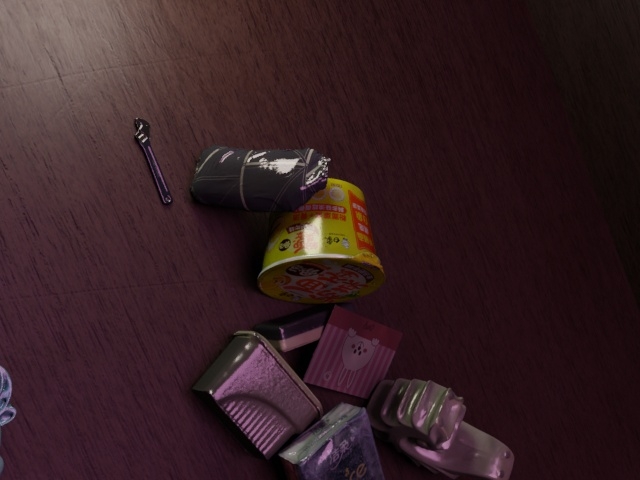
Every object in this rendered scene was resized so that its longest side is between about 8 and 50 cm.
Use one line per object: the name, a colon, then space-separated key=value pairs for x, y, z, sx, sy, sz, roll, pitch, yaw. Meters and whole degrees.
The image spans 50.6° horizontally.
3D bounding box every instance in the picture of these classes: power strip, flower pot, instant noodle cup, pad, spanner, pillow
power strip: x=-0.027 y=0.208 z=1.656 sx=0.257 sy=0.105 sz=0.070 roll=-15 pitch=97 yaw=-40
flower pot: x=0.307 y=0.507 z=1.760 sx=0.367 sy=0.254 sz=0.164 roll=45 pitch=56 yaw=-24
instant noodle cup: x=0.000 y=0.000 z=1.623 sx=0.311 sy=0.311 sz=0.221 roll=16 pitch=61 yaw=-35
pad: x=0.090 y=0.291 z=1.711 sx=0.300 sy=0.005 sz=0.202 roll=28 pitch=83 yaw=-45
spanner: x=-0.378 y=-0.179 z=1.533 sx=0.046 sy=0.012 sz=0.208 roll=-23 pitch=94 yaw=-41
pillow: x=-0.139 y=-0.144 z=1.544 sx=0.092 sy=0.335 sz=0.161 roll=43 pitch=54 yaw=-66

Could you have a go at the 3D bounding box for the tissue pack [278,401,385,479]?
tissue pack: x=0.041 y=0.571 z=1.591 sx=0.228 sy=0.103 sz=0.315 roll=-32 pitch=115 yaw=-38

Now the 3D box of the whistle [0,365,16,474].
whistle: x=-0.619 y=0.314 z=1.175 sx=0.186 sy=0.093 sz=0.273 roll=-19 pitch=88 yaw=-39

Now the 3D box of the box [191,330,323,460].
box: x=-0.142 y=0.357 z=1.525 sx=0.178 sy=0.138 sz=0.274 roll=-46 pitch=107 yaw=-28
